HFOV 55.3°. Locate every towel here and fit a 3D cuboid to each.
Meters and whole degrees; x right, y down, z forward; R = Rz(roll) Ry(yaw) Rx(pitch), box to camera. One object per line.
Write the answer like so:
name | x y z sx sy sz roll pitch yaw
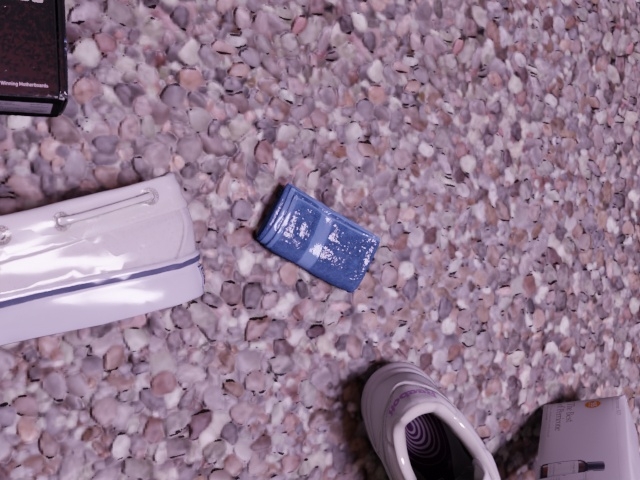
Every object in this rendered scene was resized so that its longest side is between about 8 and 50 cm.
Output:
towel | 0.000 0.000 0.603 0.120 0.029 0.067 31 78 -24

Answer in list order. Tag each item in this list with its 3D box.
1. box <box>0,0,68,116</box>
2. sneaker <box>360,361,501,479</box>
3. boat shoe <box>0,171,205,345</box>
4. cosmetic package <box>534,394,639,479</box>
box | -0.280 -0.170 0.432 0.180 0.078 0.147 -2 91 -27
sneaker | 0.128 0.268 0.577 0.114 0.152 0.305 -28 90 -6
boat shoe | -0.261 -0.001 0.411 0.367 0.136 0.156 -11 96 -29
cosmetic package | 0.283 0.254 0.642 0.239 0.099 0.060 -41 113 -61
